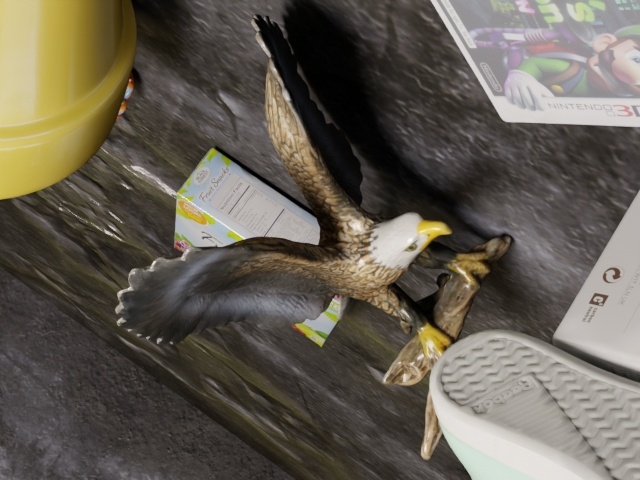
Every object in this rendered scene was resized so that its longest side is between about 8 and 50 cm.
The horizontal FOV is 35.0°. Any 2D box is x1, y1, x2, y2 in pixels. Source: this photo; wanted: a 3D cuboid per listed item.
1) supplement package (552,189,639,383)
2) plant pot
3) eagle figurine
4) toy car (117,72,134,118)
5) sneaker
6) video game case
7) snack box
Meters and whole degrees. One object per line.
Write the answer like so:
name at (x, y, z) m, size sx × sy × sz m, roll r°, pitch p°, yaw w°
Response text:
supplement package at (0.305, 0.063, 0.505) m, size 0.292 × 0.175 × 0.177 m, roll 12°, pitch 147°, yaw 47°
plant pot at (-0.244, -0.195, 0.723) m, size 0.254 × 0.254 × 0.239 m, roll 35°, pitch 143°, yaw -1°
eagle figurine at (0.006, -0.005, 0.776) m, size 0.298 × 0.226 × 0.225 m, roll 27°, pitch 127°, yaw -25°
toy car at (-0.224, -0.173, 0.969) m, size 0.040 × 0.060 × 0.122 m, roll -25°, pitch 130°, yaw 30°
sneaker at (0.174, 0.149, 0.504) m, size 0.256 × 0.094 × 0.151 m, roll 29°, pitch 153°, yaw 46°
video game case at (0.133, -0.133, 0.559) m, size 0.173 × 0.022 × 0.190 m, roll 10°, pitch 148°, yaw 47°
snack box at (-0.054, 0.013, 1.086) m, size 0.207 × 0.070 × 0.174 m, roll 33°, pitch 159°, yaw 2°
